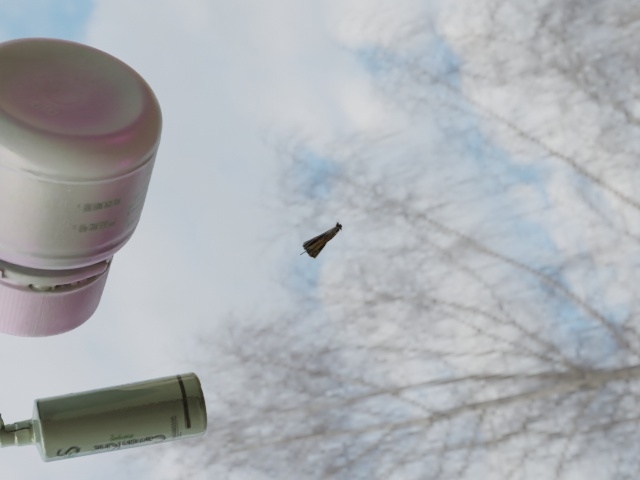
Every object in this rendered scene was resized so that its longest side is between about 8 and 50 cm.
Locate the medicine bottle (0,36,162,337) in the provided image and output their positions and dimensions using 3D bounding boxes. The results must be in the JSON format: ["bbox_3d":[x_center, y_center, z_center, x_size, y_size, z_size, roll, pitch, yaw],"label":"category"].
[{"bbox_3d":[-0.348,-0.063,1.815,0.256,0.325,0.256,12,-141,-10],"label":"medicine bottle"}]

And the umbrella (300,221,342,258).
[{"bbox_3d":[0.001,0.000,2.269,0.031,0.083,0.020,58,-172,22],"label":"umbrella"}]

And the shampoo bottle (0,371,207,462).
[{"bbox_3d":[-0.279,0.229,1.841,0.262,0.085,0.085,-8,-99,-15],"label":"shampoo bottle"}]
